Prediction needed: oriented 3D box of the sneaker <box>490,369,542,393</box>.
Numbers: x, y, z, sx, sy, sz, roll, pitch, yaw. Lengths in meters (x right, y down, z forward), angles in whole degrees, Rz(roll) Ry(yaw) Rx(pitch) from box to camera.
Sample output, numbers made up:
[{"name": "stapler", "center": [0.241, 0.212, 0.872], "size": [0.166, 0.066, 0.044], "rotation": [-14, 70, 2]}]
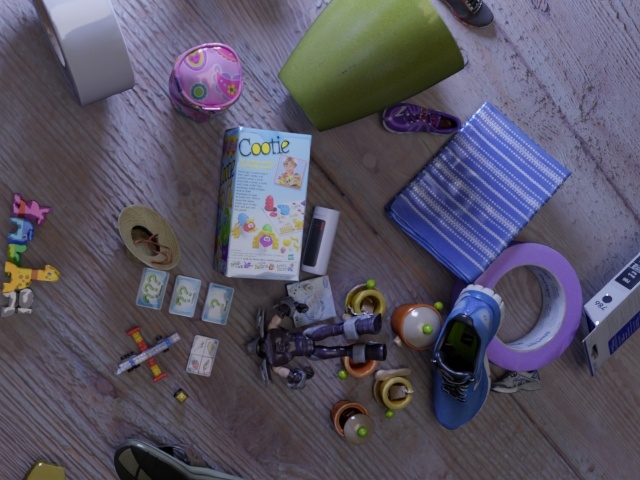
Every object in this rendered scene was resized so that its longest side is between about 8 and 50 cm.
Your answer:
[{"name": "sneaker", "center": [0.423, 0.304, 1.915], "size": [0.135, 0.052, 0.058], "rotation": [-3, 85, -24]}]

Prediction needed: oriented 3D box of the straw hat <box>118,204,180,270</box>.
[{"name": "straw hat", "center": [-0.337, 0.009, 1.640], "size": [0.144, 0.144, 0.061], "rotation": [43, 124, -16]}]

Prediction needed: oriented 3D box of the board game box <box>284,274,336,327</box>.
[{"name": "board game box", "center": [-0.020, 0.122, 1.772], "size": [0.090, 0.020, 0.090], "rotation": [-13, 98, -15]}]

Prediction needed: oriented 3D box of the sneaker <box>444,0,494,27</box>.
[{"name": "sneaker", "center": [0.300, -0.495, 1.800], "size": [0.158, 0.065, 0.061], "rotation": [31, 85, -17]}]

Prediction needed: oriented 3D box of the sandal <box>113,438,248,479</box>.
[{"name": "sandal", "center": [-0.268, 0.448, 1.689], "size": [0.303, 0.086, 0.120], "rotation": [30, 122, -33]}]

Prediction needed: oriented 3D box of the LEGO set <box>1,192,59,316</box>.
[{"name": "LEGO set", "center": [-0.518, 0.034, 1.575], "size": [0.093, 0.087, 0.227], "rotation": [6, 93, -17]}]

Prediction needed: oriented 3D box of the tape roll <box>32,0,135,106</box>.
[{"name": "tape roll", "center": [-0.414, -0.374, 1.474], "size": [0.100, 0.286, 0.286], "rotation": [-24, 101, -15]}]

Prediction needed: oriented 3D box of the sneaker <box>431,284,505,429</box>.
[{"name": "sneaker", "center": [0.272, 0.253, 1.762], "size": [0.147, 0.130, 0.329], "rotation": [-34, 136, -48]}]

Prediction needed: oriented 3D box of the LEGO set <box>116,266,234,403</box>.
[{"name": "LEGO set", "center": [-0.281, 0.189, 1.678], "size": [0.183, 0.060, 0.244], "rotation": [15, 90, -14]}]

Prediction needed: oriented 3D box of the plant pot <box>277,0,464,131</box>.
[{"name": "plant pot", "center": [0.073, -0.349, 1.658], "size": [0.294, 0.275, 0.274], "rotation": [-37, 104, 4]}]

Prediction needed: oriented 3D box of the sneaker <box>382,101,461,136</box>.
[{"name": "sneaker", "center": [0.210, -0.251, 1.788], "size": [0.170, 0.071, 0.068], "rotation": [1, 94, -17]}]

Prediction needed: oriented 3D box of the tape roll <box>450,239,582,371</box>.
[{"name": "tape roll", "center": [0.422, 0.139, 1.876], "size": [0.275, 0.090, 0.274], "rotation": [-1, 95, -16]}]

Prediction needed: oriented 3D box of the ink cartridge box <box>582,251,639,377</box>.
[{"name": "ink cartridge box", "center": [0.680, 0.140, 1.932], "size": [0.333, 0.065, 0.165], "rotation": [-41, 138, -12]}]

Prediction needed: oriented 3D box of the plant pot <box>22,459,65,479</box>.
[{"name": "plant pot", "center": [-0.513, 0.454, 1.615], "size": [0.081, 0.081, 0.083], "rotation": [18, 78, -18]}]

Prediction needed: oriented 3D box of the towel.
[{"name": "towel", "center": [0.326, -0.101, 1.810], "size": [0.243, 0.040, 0.336], "rotation": [42, 81, 6]}]

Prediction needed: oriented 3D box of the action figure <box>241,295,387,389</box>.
[{"name": "action figure", "center": [-0.018, 0.203, 1.713], "size": [0.285, 0.099, 0.185], "rotation": [-5, 102, 11]}]

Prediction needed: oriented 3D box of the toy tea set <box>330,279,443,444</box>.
[{"name": "toy tea set", "center": [0.132, 0.256, 1.775], "size": [0.200, 0.124, 0.335], "rotation": [11, 91, -18]}]

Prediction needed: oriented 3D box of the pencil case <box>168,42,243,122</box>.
[{"name": "pencil case", "center": [-0.206, -0.274, 1.544], "size": [0.124, 0.284, 0.124], "rotation": [-1, 95, -12]}]

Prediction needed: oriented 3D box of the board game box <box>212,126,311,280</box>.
[{"name": "board game box", "center": [-0.114, -0.070, 1.663], "size": [0.145, 0.142, 0.275], "rotation": [5, 93, -17]}]

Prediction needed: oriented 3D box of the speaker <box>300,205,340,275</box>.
[{"name": "speaker", "center": [0.000, 0.000, 1.751], "size": [0.055, 0.055, 0.136], "rotation": [13, 91, -18]}]
